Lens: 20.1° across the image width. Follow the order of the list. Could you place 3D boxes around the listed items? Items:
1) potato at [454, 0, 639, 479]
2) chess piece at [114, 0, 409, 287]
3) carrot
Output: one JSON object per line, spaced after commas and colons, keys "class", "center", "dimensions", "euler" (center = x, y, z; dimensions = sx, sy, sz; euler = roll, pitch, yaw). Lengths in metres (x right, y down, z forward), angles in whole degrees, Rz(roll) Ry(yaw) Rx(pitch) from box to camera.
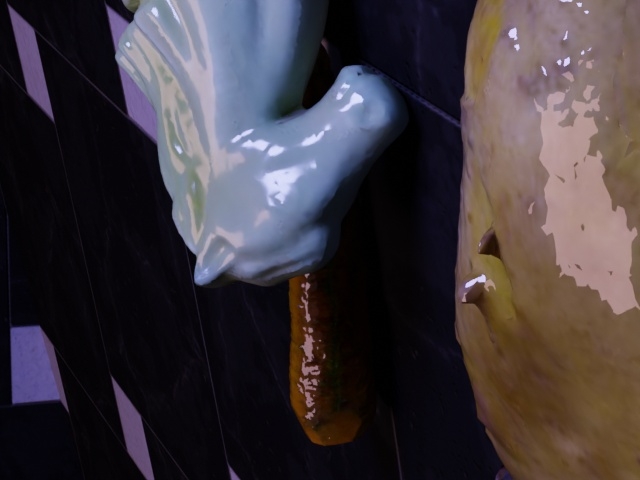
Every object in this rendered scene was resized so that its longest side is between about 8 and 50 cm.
{"class": "potato", "center": [0.147, -0.024, 0.616], "dimensions": [0.229, 0.229, 0.266], "euler": [-145, 43, -62]}
{"class": "chess piece", "center": [-0.052, -0.120, 1.180], "dimensions": [0.298, 0.176, 0.176], "euler": [67, 161, 8]}
{"class": "carrot", "center": [0.000, 0.000, 1.299], "dimensions": [0.066, 0.066, 0.314], "euler": [-142, 43, -60]}
